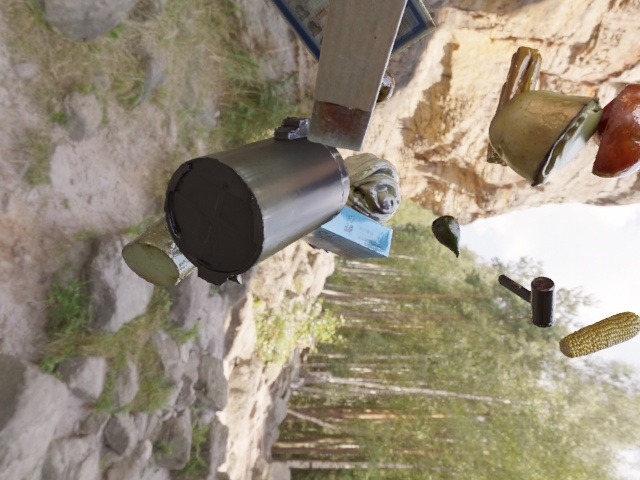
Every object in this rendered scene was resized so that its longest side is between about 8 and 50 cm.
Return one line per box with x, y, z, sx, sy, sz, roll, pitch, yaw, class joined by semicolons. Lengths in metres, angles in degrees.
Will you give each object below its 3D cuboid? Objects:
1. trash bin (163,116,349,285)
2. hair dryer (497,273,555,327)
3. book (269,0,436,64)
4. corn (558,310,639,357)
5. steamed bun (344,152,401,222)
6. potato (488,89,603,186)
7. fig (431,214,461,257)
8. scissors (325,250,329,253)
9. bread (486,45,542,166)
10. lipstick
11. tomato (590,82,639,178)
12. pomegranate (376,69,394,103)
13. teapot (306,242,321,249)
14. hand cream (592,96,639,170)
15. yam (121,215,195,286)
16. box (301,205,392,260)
-0.101;-0.081;0.829;0.301;0.203;0.252;-35;132;-55;trash bin
0.801;0.204;1.804;0.251;0.089;0.197;36;-29;50;hair dryer
0.031;-0.450;0.827;0.322;0.228;0.018;44;35;-33;book
0.976;0.327;1.588;0.101;0.310;0.101;158;-90;-85;corn
0.216;-0.206;2.068;0.352;0.339;0.247;-49;-154;2;steamed bun
0.587;-0.300;1.243;0.285;0.242;0.242;-50;-173;0;potato
0.515;-0.017;1.821;0.177;0.117;0.117;60;-8;4;fig
0.000;0.000;1.598;0.012;0.113;0.039;-13;-137;42;scissors
0.653;-0.445;1.549;0.185;0.109;0.380;18;83;-81;bread
0.051;-0.258;0.476;0.371;0.080;0.076;106;-4;-54;lipstick
0.700;-0.243;1.035;0.237;0.095;0.236;-34;135;-43;tomato
0.195;-0.539;1.605;0.130;0.130;0.130;-177;-90;-85;pomegranate
0.011;-0.040;1.706;0.116;0.146;0.148;53;9;31;teapot
0.853;-0.294;1.233;0.125;0.193;0.193;-89;-175;-50;hand cream
-0.355;0.000;1.177;0.268;0.161;0.161;-53;156;-49;yam
0.050;-0.022;1.157;0.143;0.232;0.083;-8;-116;52;box
